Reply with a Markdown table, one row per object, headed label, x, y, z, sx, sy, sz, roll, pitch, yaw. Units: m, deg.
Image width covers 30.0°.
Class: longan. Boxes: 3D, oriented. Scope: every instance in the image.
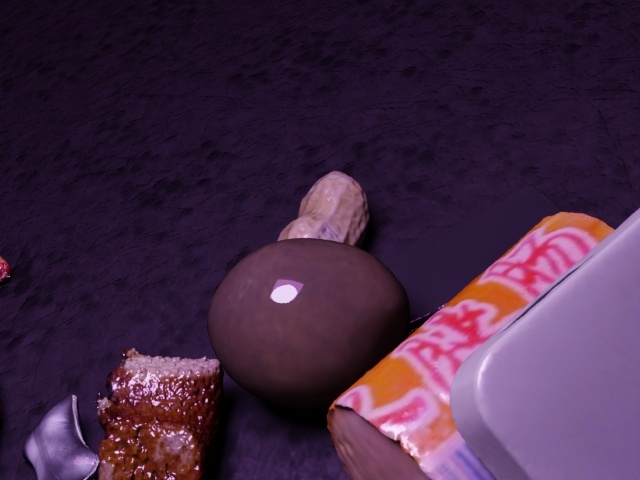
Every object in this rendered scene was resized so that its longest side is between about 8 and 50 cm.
| label | x | y | z | sx | sy | sz | roll | pitch | yaw |
| --- | --- | --- | --- | --- | --- | --- | --- | --- | --- |
| longan | -0.014 | 0.087 | 1.245 | 0.212 | 0.198 | 0.198 | 2 | 40 | 4 |

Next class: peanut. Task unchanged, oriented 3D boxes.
| label | x | y | z | sx | sy | sz | roll | pitch | yaw |
| --- | --- | --- | --- | --- | --- | --- | --- | --- | --- |
| peanut | 0.000 | 0.000 | 1.419 | 0.090 | 0.098 | 0.214 | -28 | 25 | 39 |

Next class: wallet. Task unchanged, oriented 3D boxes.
| label | x | y | z | sx | sy | sz | roll | pitch | yaw |
| --- | --- | --- | --- | --- | --- | --- | --- | --- | --- |
| wallet | 0.167 | 0.021 | 1.364 | 0.244 | 0.025 | 0.124 | -29 | 37 | -6 |

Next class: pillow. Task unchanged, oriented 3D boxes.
| label | x | y | z | sx | sy | sz | roll | pitch | yaw |
| --- | --- | --- | --- | --- | --- | --- | --- | --- | --- |
| pillow | -0.285 | 0.236 | 1.306 | 0.091 | 0.055 | 0.136 | -29 | 36 | -5 |

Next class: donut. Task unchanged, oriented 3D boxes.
| label | x | y | z | sx | sy | sz | roll | pitch | yaw |
| --- | --- | --- | --- | --- | --- | --- | --- | --- | --- |
| donut | -0.166 | 0.196 | 1.257 | 0.126 | 0.144 | 0.186 | -7 | 9 | 10 |

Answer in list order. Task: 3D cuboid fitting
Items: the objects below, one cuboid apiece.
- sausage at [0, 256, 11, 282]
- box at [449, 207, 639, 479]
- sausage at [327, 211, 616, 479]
| label | x | y | z | sx | sy | sz | roll | pitch | yaw |
| --- | --- | --- | --- | --- | --- | --- | --- | --- | --- |
| sausage | -0.467 | 0.028 | 1.675 | 0.034 | 0.034 | 0.129 | -39 | 40 | -21 |
| box | 0.335 | 0.145 | 0.906 | 0.367 | 0.373 | 0.090 | -37 | -5 | -18 |
| sausage | 0.176 | 0.148 | 1.035 | 0.287 | 0.233 | 0.233 | -40 | 40 | -19 |
